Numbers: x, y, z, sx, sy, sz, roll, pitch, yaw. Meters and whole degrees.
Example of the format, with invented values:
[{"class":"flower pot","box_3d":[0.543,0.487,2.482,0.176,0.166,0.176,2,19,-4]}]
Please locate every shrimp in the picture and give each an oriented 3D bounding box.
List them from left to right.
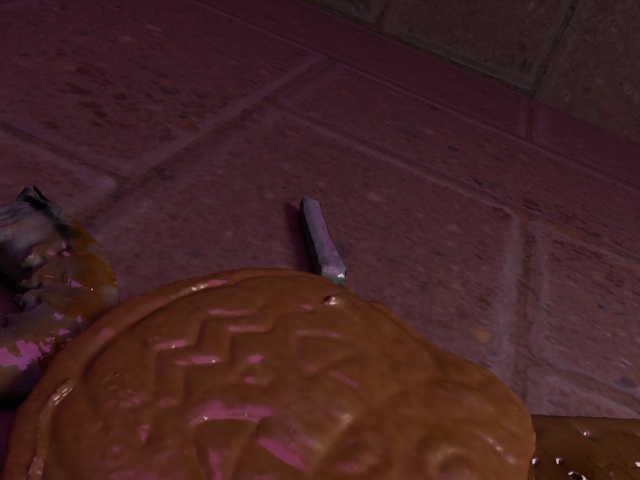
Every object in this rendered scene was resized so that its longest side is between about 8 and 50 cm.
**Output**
[{"class":"shrimp","box_3d":[-0.264,0.060,0.673,0.185,0.068,0.287,25,35,8]}]

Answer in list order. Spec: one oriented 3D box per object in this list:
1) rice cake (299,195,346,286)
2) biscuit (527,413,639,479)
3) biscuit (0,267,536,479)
[{"class":"rice cake","box_3d":[-0.001,-0.001,1.015,0.033,0.033,0.207,5,28,-12]},{"class":"biscuit","box_3d":[0.244,0.232,0.740,0.325,0.044,0.217,9,30,-26]},{"class":"biscuit","box_3d":[-0.019,0.151,0.605,0.365,0.062,0.385,30,35,14]}]
